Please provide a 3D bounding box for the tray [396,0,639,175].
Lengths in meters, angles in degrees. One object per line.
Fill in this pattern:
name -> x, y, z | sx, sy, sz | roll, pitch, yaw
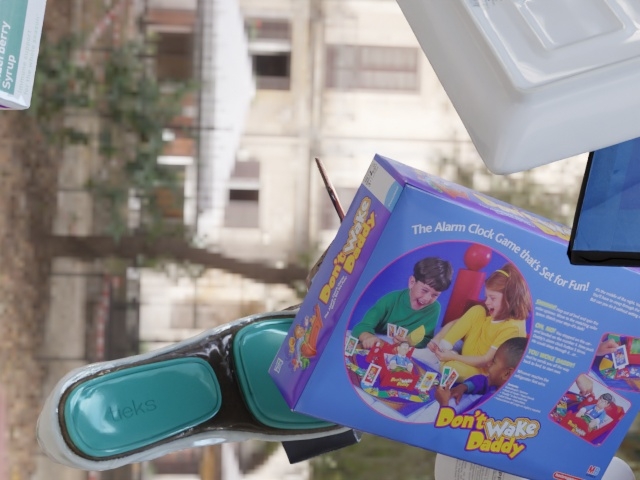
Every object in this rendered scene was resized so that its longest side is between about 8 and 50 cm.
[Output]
tray -> 0.123, -0.137, 0.842 | 0.270, 0.145, 0.030 | -110, -177, -52

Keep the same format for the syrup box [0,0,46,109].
syrup box -> -0.298, -0.143, 1.010 | 0.096, 0.237, 0.093 | 13, 83, -53

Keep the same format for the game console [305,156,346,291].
game console -> 0.000, 0.000, 1.558 | 0.124, 0.085, 0.144 | -54, -165, 11

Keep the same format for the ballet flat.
ballet flat -> -0.110, 0.156, 1.546 | 0.139, 0.400, 0.139 | 18, -68, 55

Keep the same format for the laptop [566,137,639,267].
laptop -> 0.271, -0.124, 1.126 | 0.234, 0.136, 0.264 | 1, -56, 43

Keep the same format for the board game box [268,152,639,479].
board game box -> 0.158, 0.087, 1.412 | 0.233, 0.347, 0.078 | -64, -153, 13

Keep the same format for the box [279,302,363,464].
box -> -0.008, 0.159, 1.775 | 0.156, 0.093, 0.158 | -35, 103, -75

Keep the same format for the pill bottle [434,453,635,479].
pill bottle -> 0.254, 0.285, 1.784 | 0.229, 0.131, 0.131 | 6, -84, 54
